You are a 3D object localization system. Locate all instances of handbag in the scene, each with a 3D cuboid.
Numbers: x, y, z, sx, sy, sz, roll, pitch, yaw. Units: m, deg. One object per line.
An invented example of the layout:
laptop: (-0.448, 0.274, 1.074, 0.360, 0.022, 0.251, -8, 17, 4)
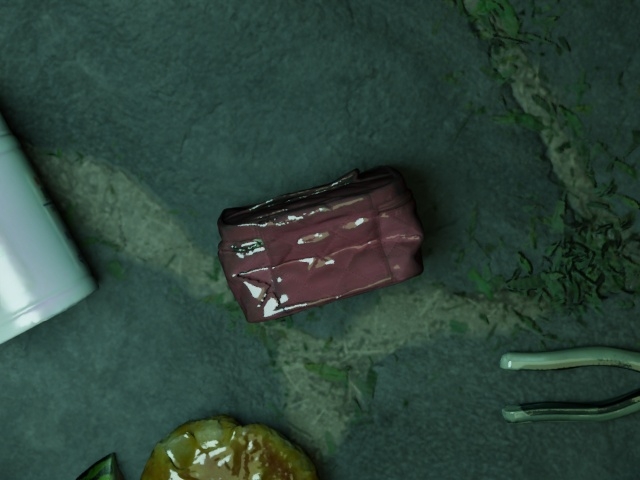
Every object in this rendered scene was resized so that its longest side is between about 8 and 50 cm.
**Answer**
handbag: (0.000, 0.000, 1.133, 0.225, 0.146, 0.135, -15, 100, 0)

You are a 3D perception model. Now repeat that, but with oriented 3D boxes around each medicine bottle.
medicine bottle: (-0.369, -0.021, 1.123, 0.152, 0.152, 0.253, -27, 94, 2)

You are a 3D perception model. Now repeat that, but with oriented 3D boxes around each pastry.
pastry: (-0.109, 0.313, 1.180, 0.219, 0.100, 0.228, 29, 89, -7)

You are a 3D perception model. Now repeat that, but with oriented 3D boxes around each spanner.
spanner: (0.375, 0.167, 1.202, 0.325, 0.040, 0.095, -4, 94, 1)

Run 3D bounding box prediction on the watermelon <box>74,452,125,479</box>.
watermelon: (-0.262, 0.341, 1.179, 0.193, 0.137, 0.145, -16, 98, 43)
